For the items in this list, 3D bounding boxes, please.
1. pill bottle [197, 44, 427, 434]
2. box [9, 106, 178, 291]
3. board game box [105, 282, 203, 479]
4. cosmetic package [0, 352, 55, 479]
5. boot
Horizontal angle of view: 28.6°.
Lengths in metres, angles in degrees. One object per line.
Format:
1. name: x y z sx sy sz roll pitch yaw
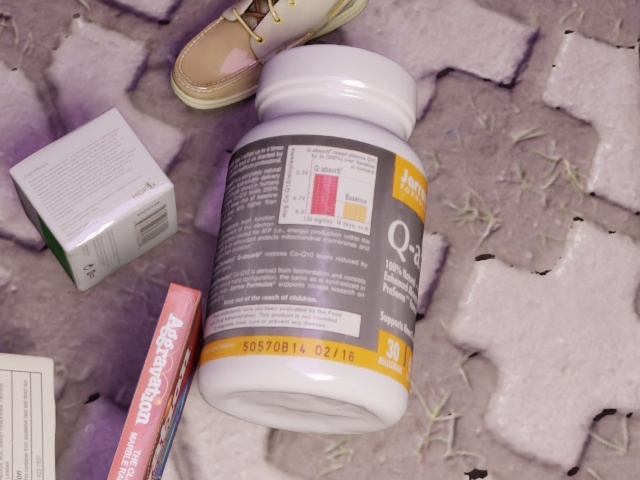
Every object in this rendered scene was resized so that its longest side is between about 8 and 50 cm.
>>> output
1. pill bottle: 0.000 0.000 0.981 0.162 0.162 0.279 8 70 -1
2. box: -0.179 -0.032 1.010 0.102 0.101 0.087 -33 75 -15
3. board game box: -0.137 0.183 0.911 0.027 0.145 0.281 15 70 2
4. cosmetic package: -0.344 0.157 0.856 0.309 0.113 0.160 9 60 -27
5. boot: -0.038 -0.211 1.053 0.213 0.165 0.077 -36 75 -17
